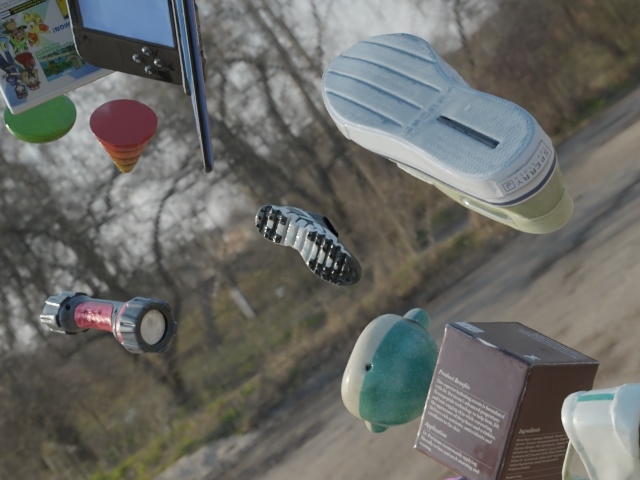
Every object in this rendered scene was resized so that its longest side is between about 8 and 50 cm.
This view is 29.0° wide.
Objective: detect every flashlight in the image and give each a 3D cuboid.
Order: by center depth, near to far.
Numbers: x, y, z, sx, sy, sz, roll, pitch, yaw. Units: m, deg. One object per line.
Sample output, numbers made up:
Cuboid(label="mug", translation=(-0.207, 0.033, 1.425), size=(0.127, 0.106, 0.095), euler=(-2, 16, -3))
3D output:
Cuboid(label="flashlight", translation=(-0.389, 0.143, 2.221), size=(0.304, 0.103, 0.103), euler=(3, 60, 42))

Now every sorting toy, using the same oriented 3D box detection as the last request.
Cuboid(label="sorting toy", translation=(-0.473, -0.182, 2.218), size=(0.126, 0.365, 0.127), euler=(95, -179, -47))

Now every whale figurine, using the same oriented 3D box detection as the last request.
Cuboid(label="whale figurine", translation=(0.145, 0.219, 1.997), size=(0.272, 0.141, 0.216), euler=(22, -90, -63))

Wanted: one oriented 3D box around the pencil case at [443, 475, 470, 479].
Cuboid(label="pencil case", translation=(0.076, 0.313, 1.243), size=(0.209, 0.098, 0.095), euler=(-22, -39, -7))

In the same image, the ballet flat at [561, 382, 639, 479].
Cuboid(label="ballet flat", translation=(0.374, 0.323, 1.544), size=(0.139, 0.400, 0.139), euler=(-12, 37, 9))

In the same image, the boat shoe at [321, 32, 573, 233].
Cuboid(label="boat shoe", translation=(0.096, -0.087, 1.035), size=(0.109, 0.094, 0.302), euler=(-40, 36, -3))

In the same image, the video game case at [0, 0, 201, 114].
Cuboid(label="video game case", translation=(-0.396, -0.399, 1.947), size=(0.329, 0.300, 0.036), euler=(-25, 6, -11))

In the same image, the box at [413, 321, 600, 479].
Cuboid(label="box", translation=(0.268, 0.240, 1.794), size=(0.167, 0.203, 0.168), euler=(4, 16, -42))

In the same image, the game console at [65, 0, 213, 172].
Cuboid(label="game console", translation=(-0.215, -0.252, 1.384), size=(0.293, 0.250, 0.173), euler=(88, -158, -46))

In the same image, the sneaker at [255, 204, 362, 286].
Cuboid(label="sneaker", translation=(0.000, 0.000, 2.183), size=(0.106, 0.234, 0.078), euler=(-14, -50, -49))
